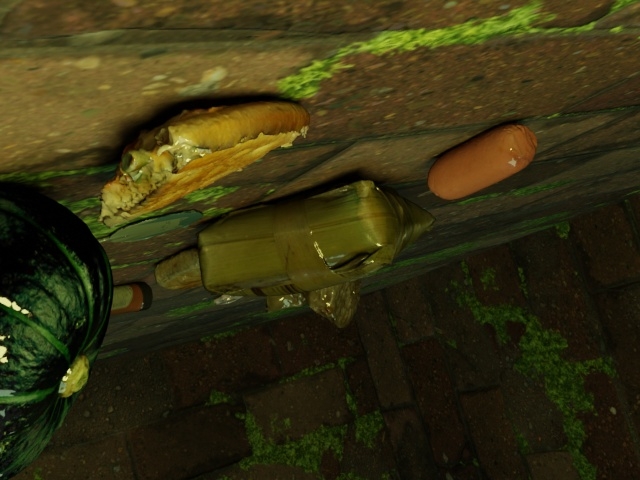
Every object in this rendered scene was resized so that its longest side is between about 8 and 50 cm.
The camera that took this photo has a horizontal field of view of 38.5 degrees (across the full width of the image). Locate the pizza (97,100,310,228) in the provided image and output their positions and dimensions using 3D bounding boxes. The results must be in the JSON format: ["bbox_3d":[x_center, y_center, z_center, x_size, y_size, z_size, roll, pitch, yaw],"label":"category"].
[{"bbox_3d":[-0.112,-0.062,0.715,0.195,0.052,0.185,-26,176,32],"label":"pizza"}]

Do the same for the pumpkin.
[{"bbox_3d":[-0.297,0.064,0.712,0.248,0.248,0.248,-16,173,-2],"label":"pumpkin"}]

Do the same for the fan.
[{"bbox_3d":[-0.221,-0.008,1.065,0.175,0.005,0.113,-14,173,-16],"label":"fan"}]

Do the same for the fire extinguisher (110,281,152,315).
[{"bbox_3d":[-0.348,0.097,1.439,0.062,0.050,0.177,26,-160,35],"label":"fire extinguisher"}]

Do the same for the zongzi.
[{"bbox_3d":[0.000,0.000,1.201,0.260,0.123,0.289,-14,178,18],"label":"zongzi"}]

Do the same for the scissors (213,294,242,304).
[{"bbox_3d":[-0.159,0.117,2.146,0.189,0.015,0.100,-17,171,-5],"label":"scissors"}]

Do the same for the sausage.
[{"bbox_3d":[0.193,-0.094,1.111,0.062,0.062,0.154,-11,170,-38],"label":"sausage"}]

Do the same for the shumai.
[{"bbox_3d":[-0.019,0.067,1.638,0.175,0.166,0.206,5,175,10],"label":"shumai"}]

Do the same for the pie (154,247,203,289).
[{"bbox_3d":[-0.151,0.031,1.375,0.195,0.046,0.195,-15,172,-2],"label":"pie"}]
